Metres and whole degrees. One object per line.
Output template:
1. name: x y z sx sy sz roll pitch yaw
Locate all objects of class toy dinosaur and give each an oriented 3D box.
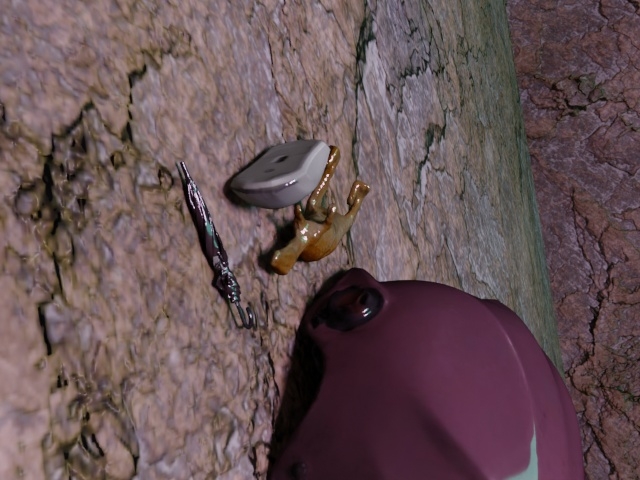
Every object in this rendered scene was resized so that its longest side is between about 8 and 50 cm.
1. toy dinosaur: 0.000 0.000 0.565 0.126 0.039 0.162 -61 163 -22

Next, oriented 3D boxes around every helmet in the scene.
1. helmet: 0.109 0.160 0.542 0.271 0.197 0.338 63 30 -28

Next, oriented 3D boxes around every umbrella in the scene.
1. umbrella: -0.067 0.007 0.429 0.022 0.013 0.122 -75 147 -65

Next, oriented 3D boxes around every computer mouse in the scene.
1. computer mouse: -0.025 -0.047 0.493 0.110 0.055 0.032 -57 139 -59
